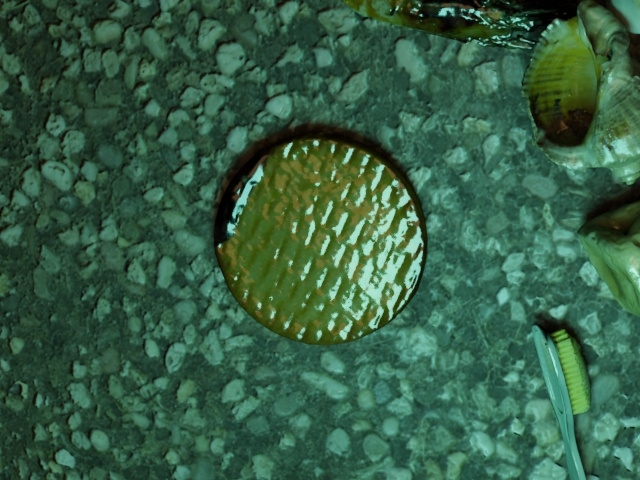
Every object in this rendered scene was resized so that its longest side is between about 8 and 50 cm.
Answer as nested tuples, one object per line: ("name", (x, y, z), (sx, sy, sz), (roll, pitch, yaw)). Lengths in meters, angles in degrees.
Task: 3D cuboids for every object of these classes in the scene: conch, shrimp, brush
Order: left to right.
("shrimp", (0.172, -0.388, 1.554), (0.365, 0.071, 0.233), (14, 101, 12))
("brush", (0.368, 0.249, 1.686), (0.060, 0.068, 0.296), (-17, 105, -8))
("conch", (0.355, -0.187, 1.516), (0.178, 0.163, 0.245), (-17, 99, -2))
("conch", (0.413, -0.324, 1.482), (0.094, 0.176, 0.104), (18, 67, 17))

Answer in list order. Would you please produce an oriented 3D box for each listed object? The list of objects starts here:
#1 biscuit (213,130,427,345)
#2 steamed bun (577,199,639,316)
("biscuit", (0.000, 0.000, 1.696), (0.318, 0.040, 0.318), (3, 105, 11))
("steamed bun", (0.454, 0.010, 1.563), (0.155, 0.172, 0.141), (-34, 107, -1))
